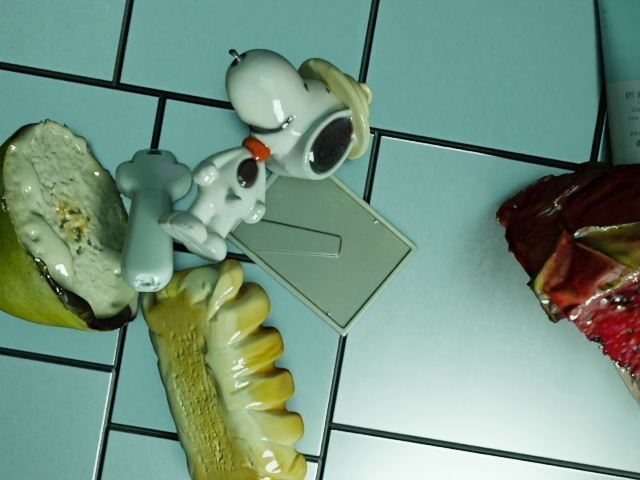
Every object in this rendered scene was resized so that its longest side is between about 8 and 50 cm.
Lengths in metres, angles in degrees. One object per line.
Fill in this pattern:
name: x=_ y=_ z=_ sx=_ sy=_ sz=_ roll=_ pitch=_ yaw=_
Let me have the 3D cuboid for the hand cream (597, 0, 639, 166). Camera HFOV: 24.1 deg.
hand cream: x=0.396 y=-0.194 z=1.882 sx=0.111 sy=0.070 sz=0.312 roll=1 pitch=82 yaw=-2

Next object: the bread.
bread: x=-0.107 y=0.178 z=1.802 sx=0.121 sy=0.173 sz=0.311 roll=-20 pitch=98 yaw=-48

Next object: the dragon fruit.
dragon fruit: x=0.313 y=0.024 z=1.755 sx=0.302 sy=0.330 sz=0.240 roll=-3 pitch=111 yaw=-35

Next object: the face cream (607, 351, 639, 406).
face cream: x=0.424 y=0.142 z=1.832 sx=0.104 sy=0.149 sz=0.149 roll=-29 pitch=92 yaw=-2

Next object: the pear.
pear: x=-0.341 y=0.007 z=1.784 sx=0.178 sy=0.267 sz=0.267 roll=-25 pitch=92 yaw=27

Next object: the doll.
doll: x=-0.061 y=-0.094 z=1.782 sx=0.208 sy=0.144 sz=0.271 roll=21 pitch=85 yaw=-29

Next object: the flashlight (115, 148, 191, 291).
flashlight: x=-0.204 y=-0.023 z=1.803 sx=0.093 sy=0.047 sz=0.200 roll=1 pitch=55 yaw=-4

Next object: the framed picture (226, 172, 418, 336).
framed picture: x=0.000 y=0.000 z=1.874 sx=0.203 sy=0.015 sz=0.150 roll=40 pitch=88 yaw=-3
